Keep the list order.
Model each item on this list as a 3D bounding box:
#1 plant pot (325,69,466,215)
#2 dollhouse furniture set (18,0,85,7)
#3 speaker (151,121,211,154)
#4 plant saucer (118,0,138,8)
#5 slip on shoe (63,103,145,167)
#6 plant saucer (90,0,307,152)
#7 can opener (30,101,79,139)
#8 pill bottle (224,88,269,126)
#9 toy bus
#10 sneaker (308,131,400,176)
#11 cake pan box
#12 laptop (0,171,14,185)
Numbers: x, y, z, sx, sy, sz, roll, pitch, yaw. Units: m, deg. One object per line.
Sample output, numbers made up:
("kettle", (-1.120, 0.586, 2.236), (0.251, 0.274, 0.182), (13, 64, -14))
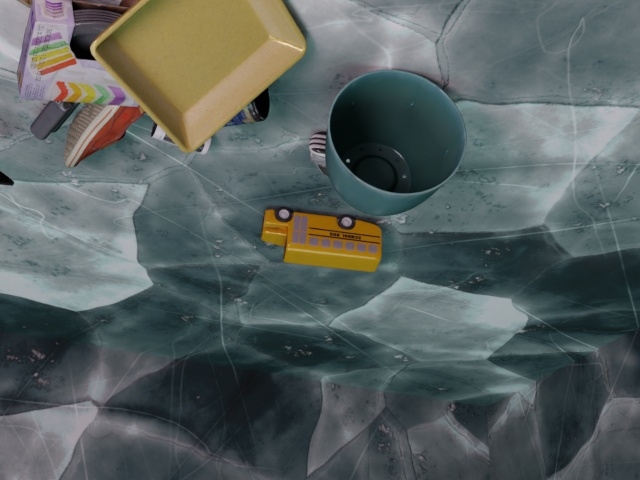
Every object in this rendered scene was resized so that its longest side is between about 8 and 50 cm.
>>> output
("plant pot", (0.141, -0.187, 1.717), (0.293, 0.292, 0.235), (7, 159, -7))
("dollhouse furniture set", (-0.447, -0.484, 1.448), (0.182, 0.101, 0.161), (-5, 175, 13))
("speaker", (-0.332, -0.250, 1.865), (0.136, 0.055, 0.055), (18, 148, -25))
("plant saucer", (-0.307, -0.423, 1.566), (0.199, 0.036, 0.198), (3, 151, 2))
("slip on shoe", (-0.504, -0.257, 1.811), (0.101, 0.123, 0.331), (20, 142, -36))
("plant saucer", (-0.225, -0.375, 1.469), (0.333, 0.081, 0.332), (-42, 143, -2))
("can opener", (-0.587, -0.329, 1.752), (0.095, 0.076, 0.283), (49, 136, -11))
("pill bottle", (-0.230, -0.303, 1.688), (0.219, 0.122, 0.123), (-6, 150, 16))
("toy bus", (0.000, 0.000, 2.210), (0.333, 0.130, 0.108), (6, 151, -7))
("sneaker", (0.081, -0.195, 1.913), (0.229, 0.086, 0.132), (15, 156, 0))
("cake pan box", (-0.446, -0.362, 1.526), (0.246, 0.070, 0.267), (-2, 157, -29))
("laptop", (-1.011, -0.131, 1.810), (0.408, 0.236, 0.382), (31, -165, 30))
